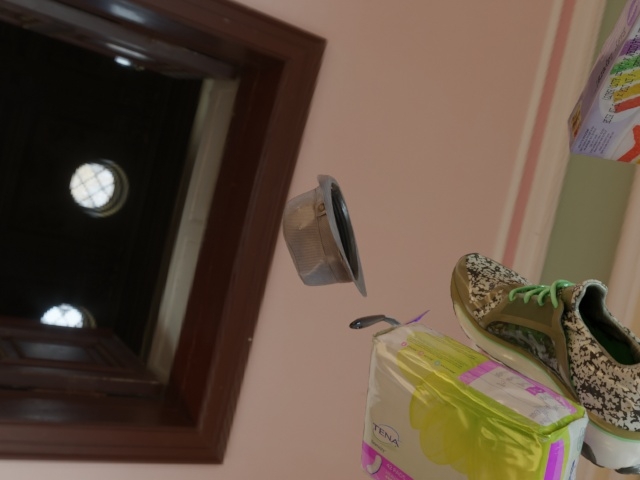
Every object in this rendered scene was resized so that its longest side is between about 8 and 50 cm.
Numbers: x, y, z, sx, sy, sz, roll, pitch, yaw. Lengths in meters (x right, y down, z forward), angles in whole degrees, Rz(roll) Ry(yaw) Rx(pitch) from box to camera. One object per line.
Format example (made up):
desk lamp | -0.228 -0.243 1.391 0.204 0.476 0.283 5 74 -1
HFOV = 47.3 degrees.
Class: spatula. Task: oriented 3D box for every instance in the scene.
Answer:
spatula | 0.137 0.167 1.493 0.084 0.296 0.030 -32 -112 27

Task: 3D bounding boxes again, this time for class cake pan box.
cake pan box | 0.467 -0.192 0.897 0.267 0.246 0.070 97 4 -57

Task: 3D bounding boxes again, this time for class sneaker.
sneaker | 0.335 0.108 0.997 0.410 0.158 0.182 48 -41 46

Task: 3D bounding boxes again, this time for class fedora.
fedora | 0.000 0.000 1.514 0.124 0.243 0.275 -16 -114 10

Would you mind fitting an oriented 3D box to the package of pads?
package of pads | 0.179 0.255 0.935 0.296 0.101 0.229 24 -63 46
